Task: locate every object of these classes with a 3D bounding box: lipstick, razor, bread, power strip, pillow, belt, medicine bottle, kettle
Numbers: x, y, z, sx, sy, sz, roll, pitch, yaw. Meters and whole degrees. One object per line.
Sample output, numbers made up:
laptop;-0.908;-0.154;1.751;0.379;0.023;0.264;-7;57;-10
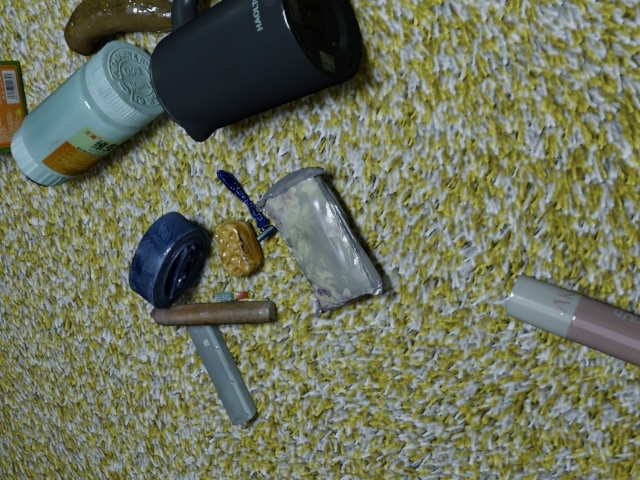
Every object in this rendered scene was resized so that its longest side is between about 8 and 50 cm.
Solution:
lipstick;0.402;0.123;1.109;0.254;0.070;0.070;21;111;24
razor;-0.139;-0.069;1.401;0.044;0.028;0.155;-42;80;23
bread;-0.155;0.015;1.422;0.083;0.044;0.111;-13;97;33
power strip;-0.200;0.249;1.514;0.060;0.027;0.253;-27;87;33
pillow;0.000;0.000;1.322;0.169;0.059;0.255;-29;88;32
belt;-0.285;0.043;1.447;0.082;0.141;0.190;34;117;21
medicine bottle;-0.448;-0.232;1.467;0.318;0.158;0.158;-27;87;32
kettle;-0.126;-0.329;1.229;0.308;0.203;0.262;-16;106;35

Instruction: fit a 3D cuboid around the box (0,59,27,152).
box;-0.742;-0.279;1.632;0.177;0.148;0.195;1;103;29

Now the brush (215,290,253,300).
brush;-0.165;0.106;1.463;0.083;0.021;0.019;-4;94;30

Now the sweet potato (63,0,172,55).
sweet potato;-0.363;-0.413;1.428;0.285;0.085;0.112;-3;134;20

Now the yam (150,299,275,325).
yam;-0.209;0.140;1.464;0.263;0.046;0.046;-5;99;22
